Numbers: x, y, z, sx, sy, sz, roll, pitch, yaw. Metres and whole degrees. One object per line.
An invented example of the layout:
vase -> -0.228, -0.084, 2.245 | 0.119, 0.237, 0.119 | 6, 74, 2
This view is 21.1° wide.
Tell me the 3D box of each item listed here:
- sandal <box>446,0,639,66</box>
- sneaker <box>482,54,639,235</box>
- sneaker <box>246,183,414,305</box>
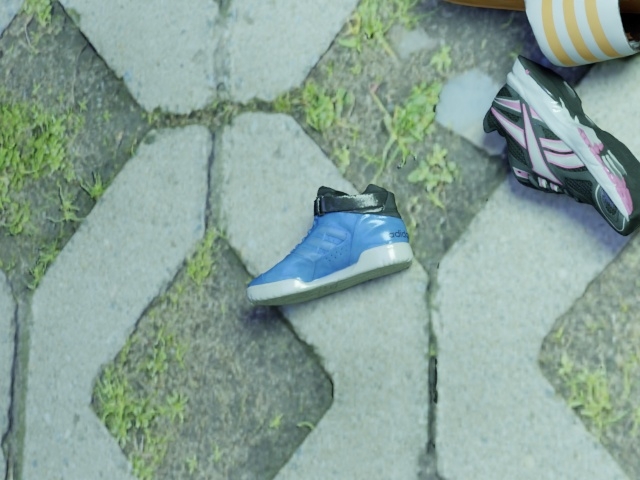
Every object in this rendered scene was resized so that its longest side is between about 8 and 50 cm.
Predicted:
sandal -> 0.189, -0.176, 1.379 | 0.265, 0.102, 0.076 | 9, 85, 40
sneaker -> 0.195, -0.063, 1.373 | 0.077, 0.072, 0.178 | -52, 51, 25
sneaker -> 0.000, 0.000, 1.469 | 0.152, 0.058, 0.084 | -19, 76, 22
